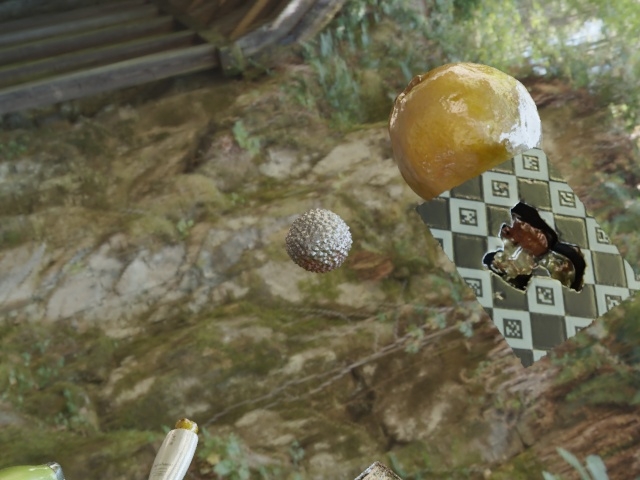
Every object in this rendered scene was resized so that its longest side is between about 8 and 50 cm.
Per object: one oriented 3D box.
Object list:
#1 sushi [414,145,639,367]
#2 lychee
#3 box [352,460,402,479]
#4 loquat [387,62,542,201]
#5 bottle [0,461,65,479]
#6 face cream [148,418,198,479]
[{"bbox_3d":[0.257,0.019,0.982,0.231,0.219,0.047,57,-25,13],"label":"sushi"},{"bbox_3d":[0.000,0.000,1.908,0.165,0.197,0.165,10,-73,34],"label":"lychee"},{"bbox_3d":[0.090,0.689,1.720,0.190,0.225,0.297,37,-49,26],"label":"box"},{"bbox_3d":[0.217,-0.155,1.157,0.193,0.238,0.238,-54,136,-58],"label":"loquat"},{"bbox_3d":[-0.601,0.497,1.499,0.260,0.112,0.112,-4,73,-68],"label":"bottle"},{"bbox_3d":[-0.283,0.421,1.487,0.182,0.072,0.051,-72,149,-57],"label":"face cream"}]
